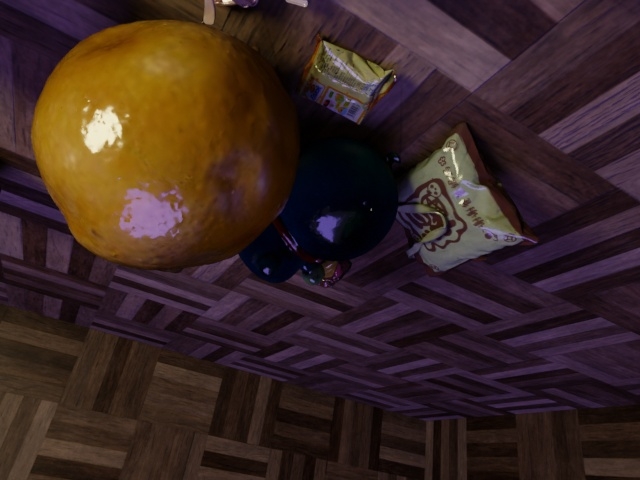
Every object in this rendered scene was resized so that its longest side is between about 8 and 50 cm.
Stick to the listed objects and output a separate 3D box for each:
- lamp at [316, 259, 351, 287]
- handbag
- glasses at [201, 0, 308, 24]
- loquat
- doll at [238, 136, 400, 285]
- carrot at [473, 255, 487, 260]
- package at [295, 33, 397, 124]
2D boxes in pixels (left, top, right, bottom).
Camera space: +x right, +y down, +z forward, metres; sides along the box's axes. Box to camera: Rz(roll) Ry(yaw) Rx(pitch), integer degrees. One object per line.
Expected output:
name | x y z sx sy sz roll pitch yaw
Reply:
lamp | 0.000 0.000 0.970 0.118 0.118 0.253 1 143 15
handbag | 0.215 -0.053 0.775 0.213 0.127 0.235 56 147 -1
glasses | -0.108 -0.321 0.451 0.162 0.095 0.255 -10 148 23
loquat | -0.186 -0.117 0.597 0.328 0.328 0.328 7 151 4
doll | -0.005 -0.041 0.748 0.322 0.186 0.198 -40 118 13
carrot | 0.303 0.024 0.993 0.142 0.035 0.035 16 151 -25
package | 0.033 -0.221 0.646 0.120 0.031 0.108 22 148 -11
